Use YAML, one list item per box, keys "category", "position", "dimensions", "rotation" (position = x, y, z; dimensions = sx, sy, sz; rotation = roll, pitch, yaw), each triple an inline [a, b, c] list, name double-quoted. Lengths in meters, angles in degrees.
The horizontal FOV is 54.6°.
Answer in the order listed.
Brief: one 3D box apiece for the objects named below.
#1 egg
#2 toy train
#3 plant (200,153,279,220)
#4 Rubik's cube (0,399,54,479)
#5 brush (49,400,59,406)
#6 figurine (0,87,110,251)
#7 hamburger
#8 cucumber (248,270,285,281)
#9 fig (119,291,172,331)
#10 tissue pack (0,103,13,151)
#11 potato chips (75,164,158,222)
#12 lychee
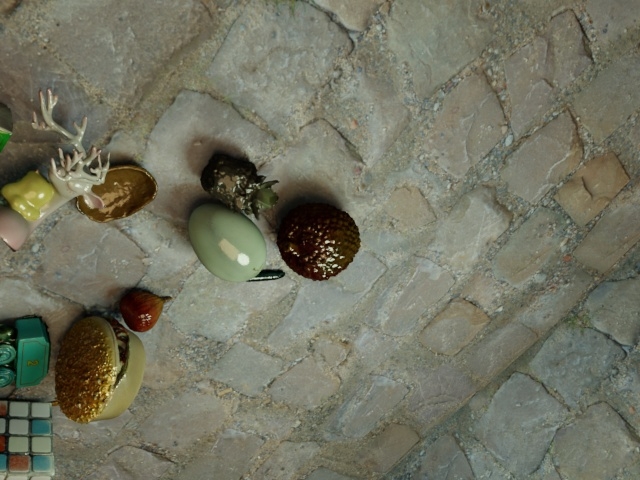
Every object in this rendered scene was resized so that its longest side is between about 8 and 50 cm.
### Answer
- category: "egg"
  position: [-0.258, 0.005, 1.711]
  dimensions: [0.183, 0.183, 0.264]
  rotation: [-37, 125, 2]
- category: "toy train"
  position: [-0.829, 0.310, 1.698]
  dimensions: [0.163, 0.112, 0.203]
  rotation: [-2, 126, -32]
- category: "plant"
  position: [-0.213, -0.144, 1.654]
  dimensions: [0.203, 0.131, 0.142]
  rotation: [18, 104, -33]
- category: "Rubik's cube"
  position: [-0.927, 0.633, 1.774]
  dimensions: [0.256, 0.253, 0.259]
  rotation: [14, 123, -32]
- category: "brush"
  position: [-0.860, 0.507, 1.888]
  dimensions: [0.169, 0.014, 0.043]
  rotation: [-5, 127, -24]
- category: "figurine"
  position: [-0.606, -0.134, 1.381]
  dimensions: [0.315, 0.206, 0.284]
  rotation: [-44, 161, -19]
- category: "hamburger"
  position: [-0.627, 0.359, 1.725]
  dimensions: [0.302, 0.302, 0.170]
  rotation: [-49, 138, 12]
- category: "cucumber"
  position: [-0.170, 0.111, 1.930]
  dimensions: [0.133, 0.032, 0.032]
  rotation: [-1, 124, -27]
- category: "fig"
  position: [-0.494, 0.199, 1.779]
  dimensions: [0.153, 0.119, 0.119]
  rotation: [-12, 127, -20]
- category: "tissue pack"
  position: [-0.783, -0.211, 1.319]
  dimensions: [0.156, 0.148, 0.209]
  rotation: [27, 108, -39]
- category: "potato chips"
  position: [-0.521, -0.124, 1.575]
  dimensions: [0.201, 0.049, 0.150]
  rotation: [-34, 127, -1]
- category: "lychee"
  position: [0.000, 0.000, 1.810]
  dimensions: [0.271, 0.236, 0.236]
  rotation: [-15, 130, -38]
